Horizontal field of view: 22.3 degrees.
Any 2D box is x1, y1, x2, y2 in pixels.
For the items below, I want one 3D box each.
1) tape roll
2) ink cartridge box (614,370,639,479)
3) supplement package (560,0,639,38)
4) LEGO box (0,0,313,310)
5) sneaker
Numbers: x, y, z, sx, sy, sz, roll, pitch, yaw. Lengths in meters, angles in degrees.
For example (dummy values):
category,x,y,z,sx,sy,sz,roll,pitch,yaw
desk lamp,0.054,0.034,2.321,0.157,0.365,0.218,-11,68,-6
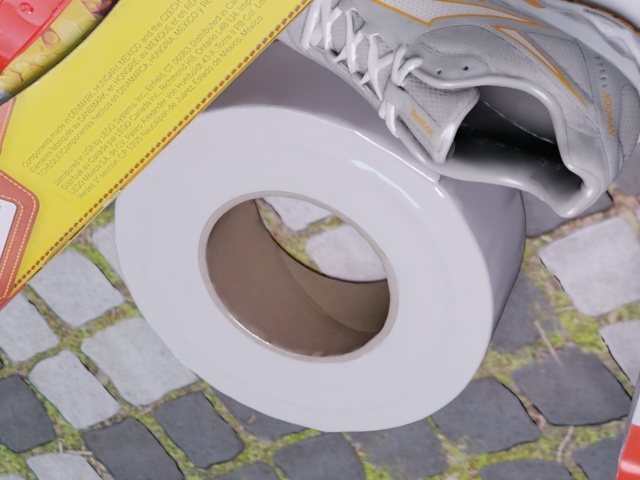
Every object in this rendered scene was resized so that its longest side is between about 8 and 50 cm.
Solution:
category,x,y,z,sx,sy,sz,roll,pitch,yaw
tape roll,0.000,0.000,1.161,0.286,0.100,0.286,12,128,16
ink cartridge box,0.339,0.116,0.953,0.308,0.385,0.091,16,174,11
supplement package,0.157,-0.237,0.880,0.204,0.145,0.262,35,133,-4
LEGO box,-0.099,-0.238,0.802,0.193,0.372,0.500,30,132,-23
sneaker,0.051,-0.100,0.856,0.262,0.121,0.099,23,132,8
